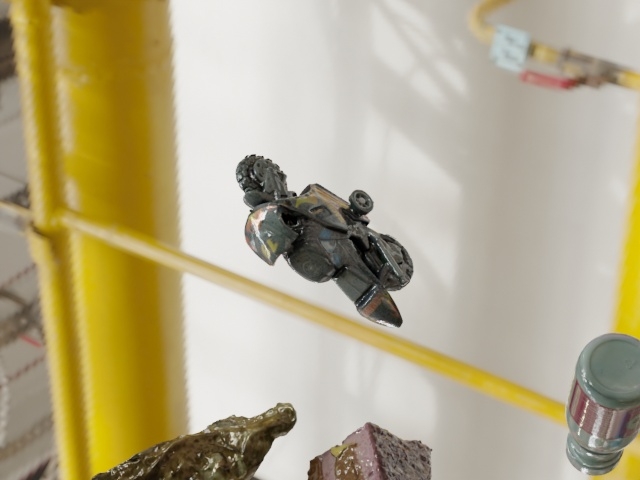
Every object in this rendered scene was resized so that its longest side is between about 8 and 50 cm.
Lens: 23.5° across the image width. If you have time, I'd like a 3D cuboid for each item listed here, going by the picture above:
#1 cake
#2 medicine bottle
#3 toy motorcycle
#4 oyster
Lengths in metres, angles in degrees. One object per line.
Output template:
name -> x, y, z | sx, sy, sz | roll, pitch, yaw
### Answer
cake -> 0.044, 0.303, 1.576 | 0.116, 0.112, 0.295 | -48, 17, 28
medicine bottle -> 0.322, 0.191, 1.733 | 0.090, 0.090, 0.217 | -53, -20, -26
toy motorcycle -> 0.000, 0.000, 2.167 | 0.108, 0.307, 0.173 | -48, 15, 39
oyster -> -0.193, 0.308, 1.697 | 0.204, 0.111, 0.396 | -7, -35, -45
